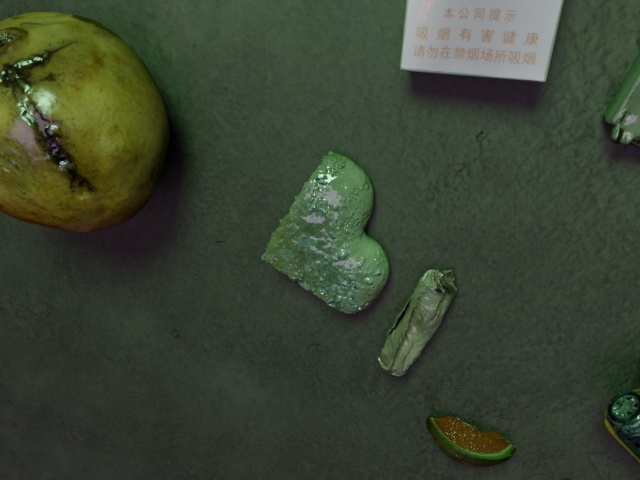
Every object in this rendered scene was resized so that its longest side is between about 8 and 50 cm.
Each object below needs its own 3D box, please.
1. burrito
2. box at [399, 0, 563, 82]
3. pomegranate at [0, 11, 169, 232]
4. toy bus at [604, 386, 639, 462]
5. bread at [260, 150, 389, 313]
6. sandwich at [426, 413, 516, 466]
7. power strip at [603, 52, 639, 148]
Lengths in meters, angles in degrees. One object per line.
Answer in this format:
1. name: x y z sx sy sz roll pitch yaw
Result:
1. burrito: 0.133 0.114 0.704 0.058 0.045 0.188 14 119 -19
2. box: 0.165 -0.282 0.486 0.149 0.067 0.233 8 117 12
3. pomegranate: -0.315 -0.140 0.611 0.260 0.260 0.261 7 117 14
4. toy bus: 0.491 0.143 0.563 0.121 0.123 0.335 43 120 -8
5. bread: 0.000 0.000 0.677 0.172 0.064 0.232 -5 112 17
6. sandwich: 0.222 0.303 0.755 0.135 0.067 0.029 16 123 10
7. power strip: 0.369 -0.219 0.466 0.080 0.048 0.286 20 119 4
